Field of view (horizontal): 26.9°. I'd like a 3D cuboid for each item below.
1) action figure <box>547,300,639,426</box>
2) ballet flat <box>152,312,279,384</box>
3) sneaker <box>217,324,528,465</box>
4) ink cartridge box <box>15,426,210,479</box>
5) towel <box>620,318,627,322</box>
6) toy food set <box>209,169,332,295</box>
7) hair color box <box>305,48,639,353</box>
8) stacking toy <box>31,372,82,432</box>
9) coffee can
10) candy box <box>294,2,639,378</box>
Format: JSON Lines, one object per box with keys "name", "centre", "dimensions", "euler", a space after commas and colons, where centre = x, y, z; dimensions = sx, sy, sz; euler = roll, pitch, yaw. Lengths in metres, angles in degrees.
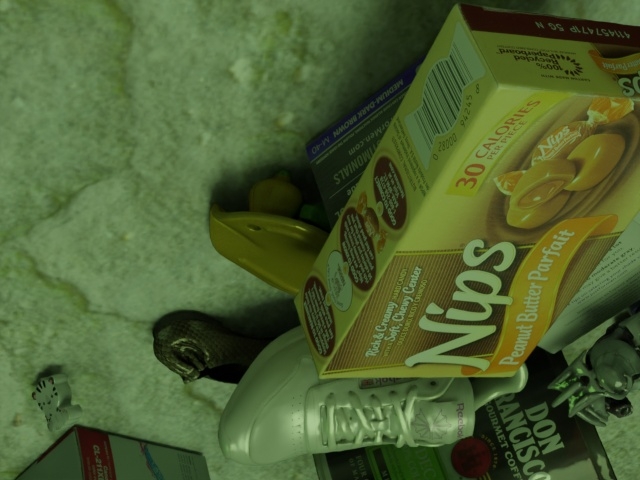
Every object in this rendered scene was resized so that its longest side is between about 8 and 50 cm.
{"name": "action figure", "centre": [0.323, 0.096, 1.270], "dimensions": [0.185, 0.099, 0.285], "euler": [-31, 176, 35]}
{"name": "ballet flat", "centre": [-0.050, 0.122, 1.293], "dimensions": [0.250, 0.058, 0.084], "euler": [16, 132, -37]}
{"name": "sneaker", "centre": [0.053, 0.137, 1.239], "dimensions": [0.305, 0.152, 0.114], "euler": [-21, 124, -24]}
{"name": "ink cartridge box", "centre": [-0.216, 0.270, 1.398], "dimensions": [0.175, 0.072, 0.127], "euler": [21, 127, -40]}
{"name": "towel", "centre": [0.486, 0.116, 1.540], "dimensions": [0.237, 0.037, 0.329], "euler": [-29, 144, 11]}
{"name": "toy food set", "centre": [0.000, 0.000, 1.160], "dimensions": [0.128, 0.071, 0.218], "euler": [-6, 150, 40]}
{"name": "hair color box", "centre": [0.170, -0.033, 1.153], "dimensions": [0.185, 0.110, 0.339], "euler": [-37, 141, 23]}
{"name": "stacking toy", "centre": [-0.343, 0.200, 1.235], "dimensions": [0.221, 0.052, 0.167], "euler": [-40, 161, 34]}
{"name": "coffee can", "centre": [0.154, 0.238, 1.410], "dimensions": [0.275, 0.201, 0.201], "euler": [-23, 143, 6]}
{"name": "candy box", "centre": [0.123, -0.021, 0.987], "dimensions": [0.183, 0.087, 0.316], "euler": [3, 139, -26]}
